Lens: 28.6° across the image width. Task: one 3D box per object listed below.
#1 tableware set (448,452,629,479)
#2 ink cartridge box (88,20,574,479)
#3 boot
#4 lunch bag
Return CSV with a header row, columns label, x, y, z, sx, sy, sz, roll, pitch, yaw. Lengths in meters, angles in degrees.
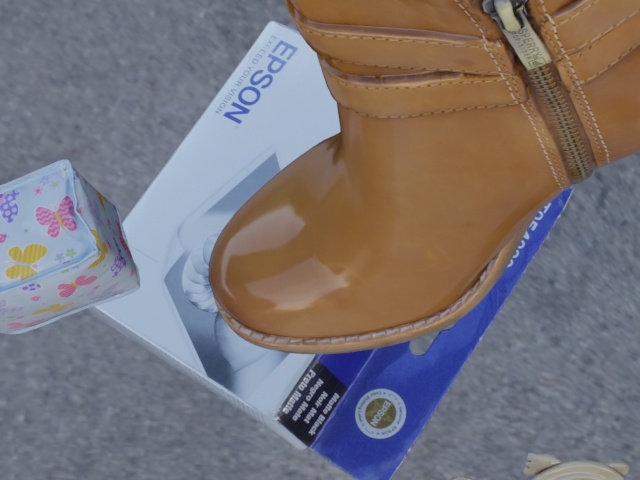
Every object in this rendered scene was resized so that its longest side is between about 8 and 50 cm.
label,x,y,z,sx,sy,sz,roll,pitch,yaw
tableware set,0.111,0.187,0.736,0.141,0.168,0.020,-9,34,3
ink cartridge box,0.000,0.000,0.753,0.224,0.045,0.223,28,76,23
boot,0.033,-0.048,0.457,0.283,0.220,0.109,-18,67,25
lunch bag,-0.125,0.007,0.513,0.083,0.071,0.053,-23,75,2
